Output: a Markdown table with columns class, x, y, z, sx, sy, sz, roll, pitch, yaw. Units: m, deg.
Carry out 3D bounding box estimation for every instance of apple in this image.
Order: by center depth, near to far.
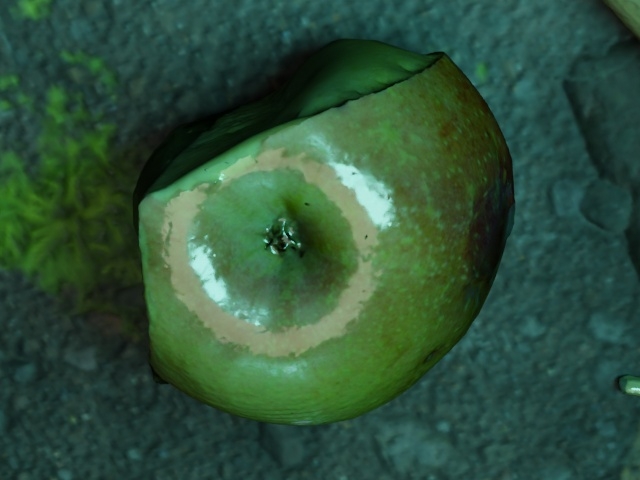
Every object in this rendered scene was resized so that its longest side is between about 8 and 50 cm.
| class | x | y | z | sx | sy | sz | roll | pitch | yaw |
| --- | --- | --- | --- | --- | --- | --- | --- | --- | --- |
| apple | 0.000 | 0.000 | 0.948 | 0.174 | 0.188 | 0.207 | 43 | 108 | -12 |

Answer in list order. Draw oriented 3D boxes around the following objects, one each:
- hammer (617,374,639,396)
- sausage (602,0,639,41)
| class | x | y | z | sx | sy | sz | roll | pitch | yaw |
| --- | --- | --- | --- | --- | --- | --- | --- | --- | --- |
| hammer | 0.261 | 0.082 | 1.064 | 0.195 | 0.028 | 0.060 | 7 | 112 | 1 |
| sausage | 0.144 | -0.144 | 0.938 | 0.066 | 0.066 | 0.301 | -39 | 110 | 20 |
